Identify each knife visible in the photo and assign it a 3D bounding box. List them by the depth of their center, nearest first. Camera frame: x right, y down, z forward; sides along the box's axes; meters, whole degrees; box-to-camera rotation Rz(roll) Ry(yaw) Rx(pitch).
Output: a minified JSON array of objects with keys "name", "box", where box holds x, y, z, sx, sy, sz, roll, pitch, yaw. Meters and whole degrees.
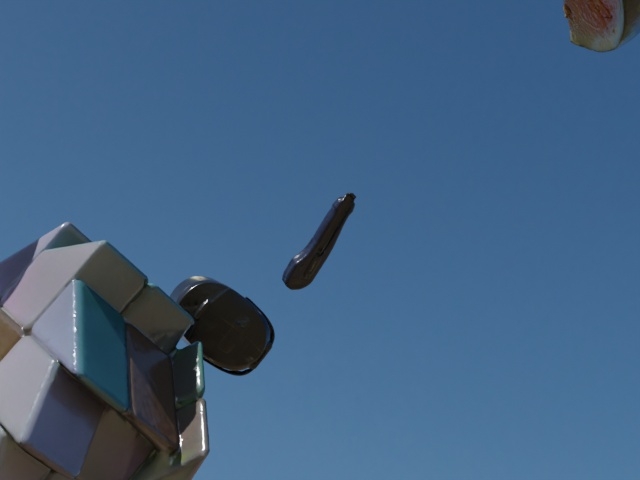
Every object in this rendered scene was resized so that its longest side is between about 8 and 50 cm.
[{"name":"knife","box":[0.000,0.000,1.425,0.031,0.121,0.018,23,15,-27]}]

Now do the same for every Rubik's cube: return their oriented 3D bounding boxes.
[{"name":"Rubik's cube","box":[-0.305,0.201,1.656,0.387,0.368,0.358,30,-12,49]}]

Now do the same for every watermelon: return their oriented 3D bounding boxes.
[{"name":"watermelon","box":[0.368,-0.329,1.734,0.159,0.128,0.303,-3,-35,15]}]

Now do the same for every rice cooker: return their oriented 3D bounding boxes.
[{"name":"rice cooker","box":[-0.148,0.123,2.048,0.165,0.112,0.106,43,-10,-27]}]
